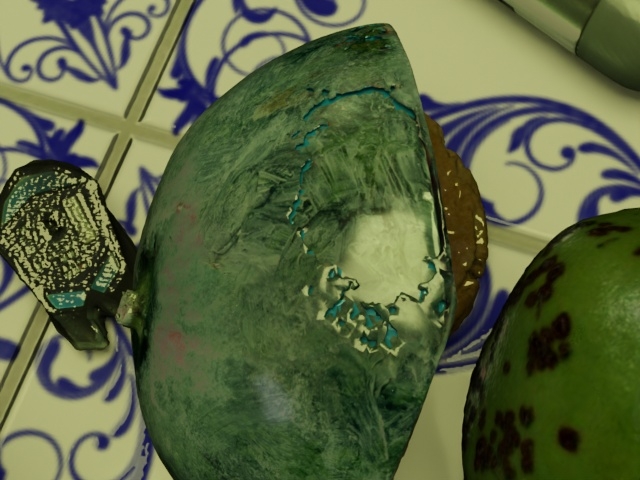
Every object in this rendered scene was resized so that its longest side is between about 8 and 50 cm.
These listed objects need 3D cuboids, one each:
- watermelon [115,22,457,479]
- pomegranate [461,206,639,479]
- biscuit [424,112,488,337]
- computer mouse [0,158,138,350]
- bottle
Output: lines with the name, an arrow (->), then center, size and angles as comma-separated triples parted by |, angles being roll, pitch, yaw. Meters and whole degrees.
watermelon -> -0.029, 0.009, 0.695 | 0.175, 0.188, 0.322 | -5, 62, -3
pomegranate -> 0.189, 0.090, 0.669 | 0.254, 0.254, 0.270 | -9, 38, 1
biscuit -> 0.000, 0.000, 0.821 | 0.226, 0.042, 0.226 | -1, 67, 2
computer mouse -> -0.159, 0.008, 0.829 | 0.079, 0.047, 0.135 | -32, 80, 4
bottle -> 0.157, -0.192, 0.873 | 0.254, 0.079, 0.096 | 39, 37, 20
